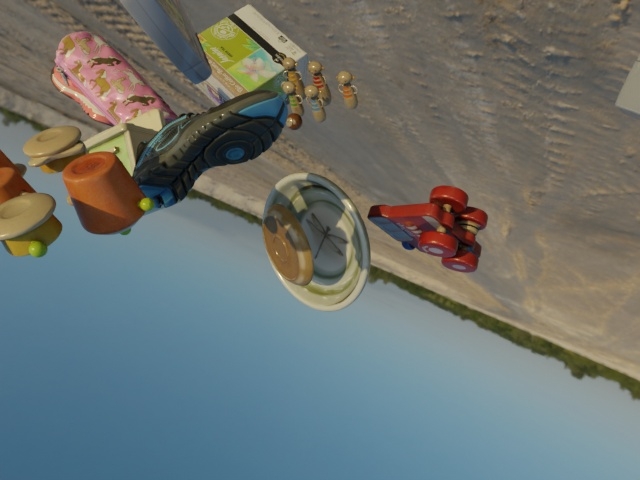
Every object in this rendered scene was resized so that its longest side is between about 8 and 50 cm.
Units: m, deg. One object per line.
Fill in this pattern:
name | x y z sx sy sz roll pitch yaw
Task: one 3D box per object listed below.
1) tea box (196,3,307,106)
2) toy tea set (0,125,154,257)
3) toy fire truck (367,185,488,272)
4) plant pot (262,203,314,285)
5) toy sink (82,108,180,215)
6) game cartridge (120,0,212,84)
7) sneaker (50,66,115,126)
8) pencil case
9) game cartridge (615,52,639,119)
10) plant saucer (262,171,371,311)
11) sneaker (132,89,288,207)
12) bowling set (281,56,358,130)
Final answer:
tea box | -0.278 -0.651 1.736 0.329 0.323 0.220 43 161 13
toy tea set | -0.402 -0.067 0.680 0.336 0.200 0.124 31 146 37
toy fire truck | 0.310 -0.025 1.289 0.254 0.169 0.302 2 158 45
plant pot | -0.097 0.018 1.230 0.032 0.236 0.236 -22 -155 -28
toy sink | -0.436 -0.180 1.032 0.153 0.234 0.131 -15 175 24
game cartridge | -0.291 -0.416 0.790 0.294 0.060 0.196 48 -160 -67
sneaker | -0.716 -0.483 1.438 0.314 0.136 0.116 38 -170 18
pencil case | -0.561 -0.404 1.274 0.386 0.167 0.160 45 -178 8
game cartridge | 0.482 -0.253 0.492 0.062 0.297 0.198 22 -155 -16
plant saucer | 0.000 0.000 1.294 0.400 0.400 0.101 23 -150 37
sneaker | -0.218 -0.193 0.828 0.125 0.341 0.139 39 -148 -55
bowling set | -0.040 -0.457 1.436 0.287 0.200 0.154 17 148 31
